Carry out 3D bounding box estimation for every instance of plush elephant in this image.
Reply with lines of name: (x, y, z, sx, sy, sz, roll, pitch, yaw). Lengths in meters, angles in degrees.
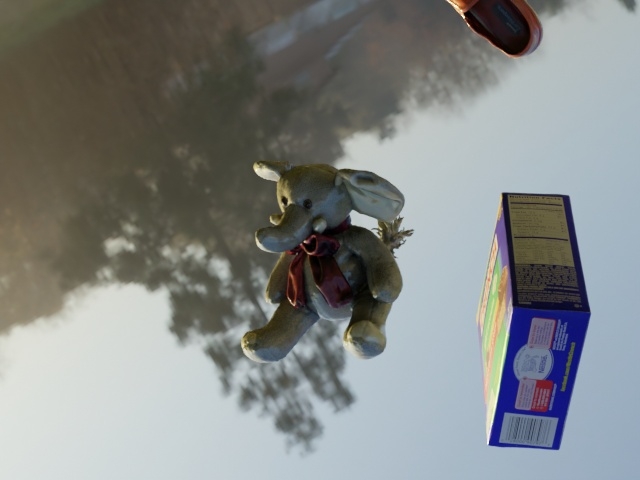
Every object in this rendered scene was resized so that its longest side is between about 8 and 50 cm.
plush elephant: (0.000, 0.000, 1.876, 0.271, 0.255, 0.330, -1, -137, 45)

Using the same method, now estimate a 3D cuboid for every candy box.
candy box: (0.320, 0.116, 1.871, 0.122, 0.268, 0.317, 6, -147, 2)

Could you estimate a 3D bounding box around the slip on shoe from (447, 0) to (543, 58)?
slip on shoe: (0.270, -0.452, 2.168, 0.123, 0.331, 0.101, -41, -171, 23)
